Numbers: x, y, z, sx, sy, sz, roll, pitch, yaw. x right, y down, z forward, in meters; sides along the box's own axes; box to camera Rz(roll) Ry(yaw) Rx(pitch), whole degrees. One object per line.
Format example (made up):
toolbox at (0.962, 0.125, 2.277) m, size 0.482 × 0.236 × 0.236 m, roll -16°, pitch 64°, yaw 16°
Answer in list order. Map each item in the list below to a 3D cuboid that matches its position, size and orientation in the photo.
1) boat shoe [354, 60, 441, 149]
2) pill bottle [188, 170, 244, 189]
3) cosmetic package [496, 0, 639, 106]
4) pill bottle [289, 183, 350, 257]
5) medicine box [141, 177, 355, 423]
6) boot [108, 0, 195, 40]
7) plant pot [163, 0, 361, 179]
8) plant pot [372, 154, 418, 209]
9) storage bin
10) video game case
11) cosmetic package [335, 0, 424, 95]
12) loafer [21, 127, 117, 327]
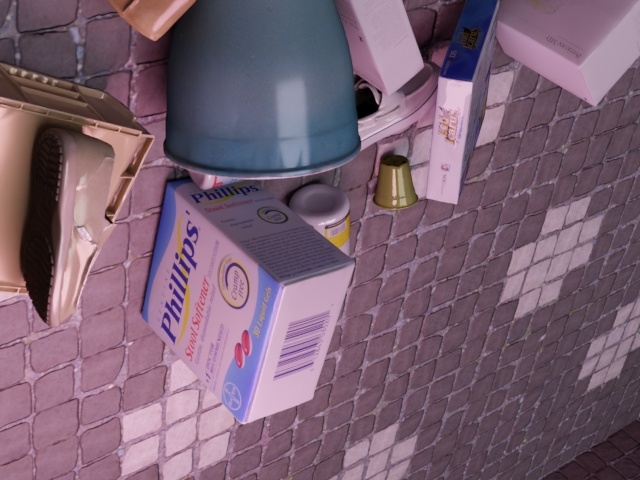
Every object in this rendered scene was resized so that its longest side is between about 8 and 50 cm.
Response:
boat shoe at (0.090, -0.228, 1.717) m, size 0.268 × 0.096 × 0.088 m, roll -30°, pitch 145°, yaw -12°
pill bottle at (-0.115, -0.134, 1.570) m, size 0.160 × 0.087 × 0.087 m, roll -15°, pitch 133°, yaw -26°
cosmetic package at (0.451, -0.395, 1.826) m, size 0.224 × 0.224 × 0.138 m, roll -50°, pitch 145°, yaw 0°
pill bottle at (0.000, 0.000, 1.812) m, size 0.103 × 0.103 × 0.184 m, roll -28°, pitch 139°, yaw -26°
medicine box at (-0.120, 0.079, 1.599) m, size 0.149 × 0.289 × 0.263 m, roll -14°, pitch 132°, yaw -41°
boot at (-0.116, -0.322, 1.229) m, size 0.269 × 0.236 × 0.089 m, roll -34°, pitch 180°, yaw 30°
plant pot at (-0.079, -0.246, 1.397) m, size 0.272 × 0.272 × 0.255 m, roll -18°, pitch 119°, yaw -36°
plant pot at (0.134, -0.109, 1.885) m, size 0.083 × 0.083 × 0.079 m, roll -23°, pitch 125°, yaw -31°
storage bin at (-0.382, -0.073, 1.333) m, size 0.260 × 0.123 × 0.262 m, roll 10°, pitch 114°, yaw -51°
video game case at (0.239, -0.239, 1.766) m, size 0.269 × 0.061 × 0.244 m, roll -66°, pitch 162°, yaw -46°
cosmetic package at (0.066, -0.334, 1.572) m, size 0.085 × 0.117 × 0.231 m, roll -41°, pitch 142°, yaw -10°
loafer at (-0.300, -0.011, 1.283) m, size 0.092 × 0.102 × 0.268 m, roll -8°, pitch 127°, yaw -35°
